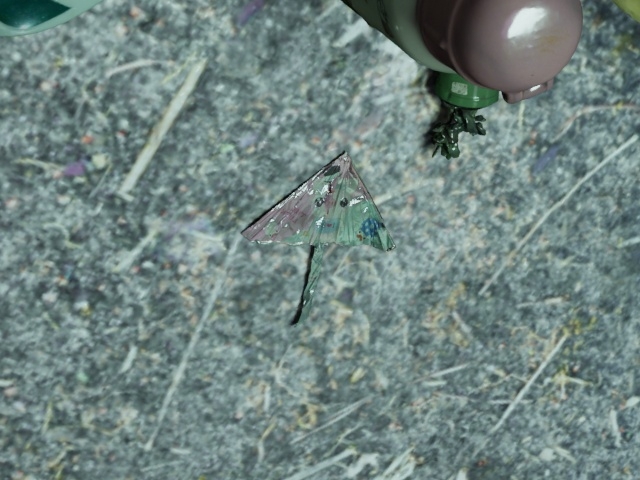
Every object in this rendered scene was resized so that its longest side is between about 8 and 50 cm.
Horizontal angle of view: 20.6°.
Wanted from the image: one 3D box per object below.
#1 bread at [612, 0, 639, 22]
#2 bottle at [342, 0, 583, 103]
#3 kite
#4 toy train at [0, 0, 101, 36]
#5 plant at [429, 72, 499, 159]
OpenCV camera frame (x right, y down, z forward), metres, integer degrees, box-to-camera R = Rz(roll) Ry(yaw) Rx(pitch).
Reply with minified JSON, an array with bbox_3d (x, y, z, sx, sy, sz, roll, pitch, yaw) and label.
[{"bbox_3d":[0.365,-0.300,1.290,0.346,0.242,0.404,-23,128,-18],"label":"bread"},{"bbox_3d":[0.084,-0.180,1.183,0.120,0.253,0.120,-12,121,-21],"label":"bottle"},{"bbox_3d":[0.000,0.000,1.394,0.139,0.011,0.156,3,114,-25],"label":"kite"},{"bbox_3d":[-0.077,-0.264,1.157,0.407,0.088,0.086,-40,128,-1],"label":"toy train"},{"bbox_3d":[0.112,-0.106,1.367,0.051,0.051,0.102,-6,124,-24],"label":"plant"}]
